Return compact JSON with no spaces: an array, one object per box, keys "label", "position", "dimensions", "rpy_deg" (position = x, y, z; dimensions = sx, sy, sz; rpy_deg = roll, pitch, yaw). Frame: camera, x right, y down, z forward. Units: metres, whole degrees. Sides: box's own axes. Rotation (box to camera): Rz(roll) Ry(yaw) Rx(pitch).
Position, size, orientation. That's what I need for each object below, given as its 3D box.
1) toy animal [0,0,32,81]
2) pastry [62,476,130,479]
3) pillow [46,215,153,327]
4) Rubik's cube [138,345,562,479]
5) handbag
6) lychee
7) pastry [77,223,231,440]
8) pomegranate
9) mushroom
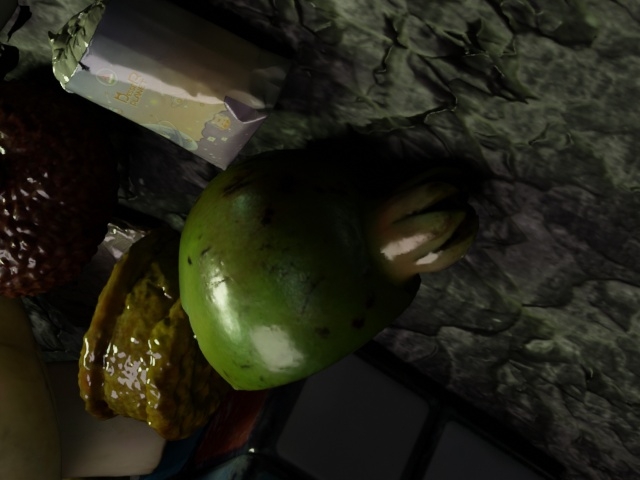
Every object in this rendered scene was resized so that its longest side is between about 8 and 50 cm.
[{"label":"toy animal","position":[-0.367,-0.250,1.331],"dimensions":[0.357,0.194,0.258],"rpy_deg":[49,156,-23]},{"label":"pastry","position":[-0.375,0.256,2.163],"dimensions":[0.329,0.136,0.329],"rpy_deg":[10,-174,-1]},{"label":"pillow","position":[-0.211,0.039,1.827],"dimensions":[0.135,0.049,0.248],"rpy_deg":[20,151,13]},{"label":"Rubik's cube","position":[-0.008,0.305,1.822],"dimensions":[0.316,0.318,0.313],"rpy_deg":[35,151,-14]},{"label":"handbag","position":[-0.121,-0.126,1.413],"dimensions":[0.173,0.095,0.117],"rpy_deg":[28,150,-9]},{"label":"lychee","position":[-0.256,-0.042,1.584],"dimensions":[0.194,0.194,0.194],"rpy_deg":[21,152,11]},{"label":"pastry","position":[-0.133,0.084,1.685],"dimensions":[0.103,0.189,0.189],"rpy_deg":[20,152,17]},{"label":"pomegranate","position":[-0.011,0.007,1.459],"dimensions":[0.241,0.190,0.159],"rpy_deg":[-10,112,51]},{"label":"mushroom","position":[-0.333,0.196,1.789],"dimensions":[0.353,0.325,0.353],"rpy_deg":[11,134,11]}]
